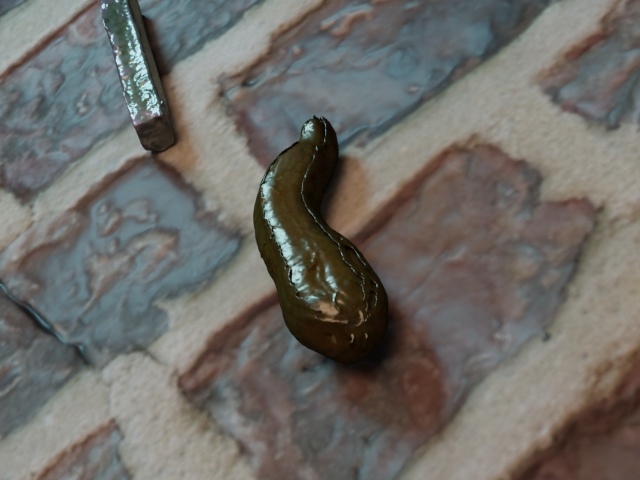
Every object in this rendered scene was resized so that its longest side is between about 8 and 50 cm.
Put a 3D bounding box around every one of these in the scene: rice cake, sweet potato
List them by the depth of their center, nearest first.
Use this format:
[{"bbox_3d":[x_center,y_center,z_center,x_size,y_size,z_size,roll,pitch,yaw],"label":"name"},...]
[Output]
[{"bbox_3d":[-0.006,0.000,0.957,0.081,0.062,0.233,-13,47,-2],"label":"sweet potato"},{"bbox_3d":[-0.166,-0.161,1.158,0.036,0.047,0.207,-17,52,-5],"label":"rice cake"}]
